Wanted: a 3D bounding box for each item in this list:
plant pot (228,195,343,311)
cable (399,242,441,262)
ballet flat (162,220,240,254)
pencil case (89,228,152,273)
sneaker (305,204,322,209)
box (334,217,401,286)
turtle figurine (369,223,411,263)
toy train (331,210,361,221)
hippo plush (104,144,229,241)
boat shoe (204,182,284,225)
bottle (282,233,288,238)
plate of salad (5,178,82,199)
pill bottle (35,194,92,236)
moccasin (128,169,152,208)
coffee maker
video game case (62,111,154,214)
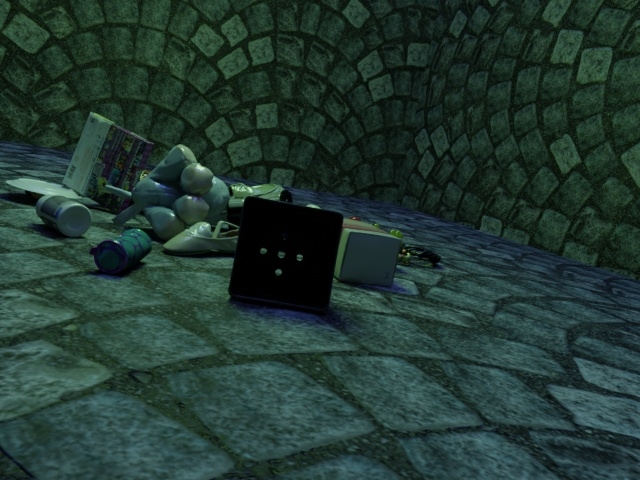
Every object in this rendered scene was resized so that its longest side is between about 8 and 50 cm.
[{"bbox_3d":[-0.072,0.028,1.086,0.187,0.188,0.167,10,-4,-7],"label":"plant pot"},{"bbox_3d":[0.323,0.047,1.808,0.150,0.047,0.184,19,-1,-2],"label":"cable"},{"bbox_3d":[-0.264,-0.009,1.329,0.248,0.086,0.086,1,13,-46],"label":"ballet flat"},{"bbox_3d":[-0.384,0.019,1.068,0.070,0.064,0.152,27,8,-4],"label":"pencil case"},{"bbox_3d":[0.000,0.000,1.619,0.091,0.126,0.240,22,-16,46],"label":"sneaker"},{"bbox_3d":[0.086,0.022,1.426,0.148,0.127,0.232,8,9,-21],"label":"box"},{"bbox_3d":[0.159,0.011,1.663,0.269,0.087,0.217,28,-13,2],"label":"turtle figurine"},{"bbox_3d":[0.042,-0.041,1.870,0.248,0.105,0.143,15,0,24],"label":"toy train"},{"bbox_3d":[-0.365,-0.085,1.475,0.294,0.234,0.236,-28,-23,14],"label":"hippo plush"},{"bbox_3d":[-0.252,-0.124,1.671,0.302,0.094,0.109,-19,34,-18],"label":"boat shoe"},{"bbox_3d":[-0.156,-0.072,1.764,0.282,0.092,0.118,19,-18,38],"label":"bottle"},{"bbox_3d":[-0.788,-0.136,1.567,0.199,0.048,0.200,14,7,-2],"label":"plate of salad"},{"bbox_3d":[-0.589,-0.060,1.253,0.137,0.078,0.078,19,12,38],"label":"pill bottle"},{"bbox_3d":[-0.495,-0.135,1.706,0.380,0.139,0.147,18,-2,-18],"label":"moccasin"},{"bbox_3d":[-0.170,-0.052,1.569,0.178,0.171,0.120,-7,-17,17],"label":"coffee maker"},{"bbox_3d":[-0.621,-0.224,1.601,0.210,0.232,0.042,27,9,11],"label":"video game case"}]
